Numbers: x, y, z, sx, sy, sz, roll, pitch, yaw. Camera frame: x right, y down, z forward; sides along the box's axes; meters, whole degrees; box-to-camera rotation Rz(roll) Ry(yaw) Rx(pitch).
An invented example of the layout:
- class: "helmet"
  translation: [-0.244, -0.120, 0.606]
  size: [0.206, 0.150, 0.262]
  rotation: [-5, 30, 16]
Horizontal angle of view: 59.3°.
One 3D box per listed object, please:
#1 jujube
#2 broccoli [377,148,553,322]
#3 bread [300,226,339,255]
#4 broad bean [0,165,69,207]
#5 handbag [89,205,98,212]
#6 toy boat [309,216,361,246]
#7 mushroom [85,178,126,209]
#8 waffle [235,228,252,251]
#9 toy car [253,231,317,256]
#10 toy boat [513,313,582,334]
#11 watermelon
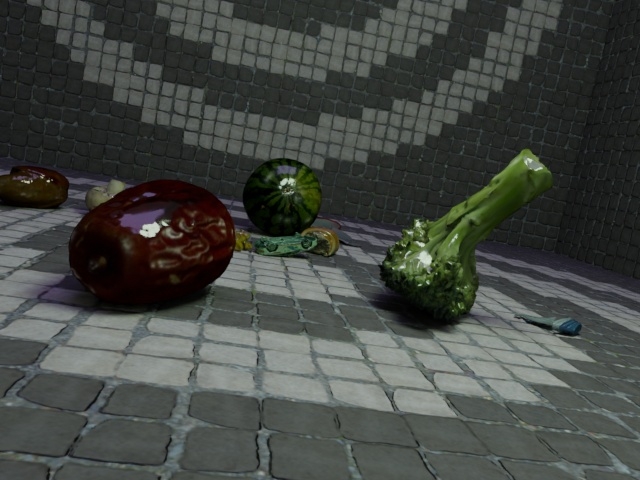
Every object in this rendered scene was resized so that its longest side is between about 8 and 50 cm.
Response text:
- class: "jujube"
  translation: [-0.282, 0.003, 0.974]
  size: [0.223, 0.222, 0.318]
  rotation: [12, 15, 15]
- class: "broccoli"
  translation: [0.313, -0.012, 1.250]
  size: [0.275, 0.396, 0.353]
  rotation: [34, -8, -24]
- class: "bread"
  translation: [0.000, 0.000, 1.803]
  size: [0.120, 0.084, 0.177]
  rotation: [12, 4, 9]
- class: "broad bean"
  translation: [-0.854, -0.160, 1.658]
  size: [0.156, 0.121, 0.229]
  rotation: [18, 7, 35]
- class: "handbag"
  translation: [-0.493, -0.038, 1.438]
  size: [0.194, 0.072, 0.151]
  rotation: [15, 8, 18]
- class: "toy boat"
  translation: [0.047, -0.040, 2.245]
  size: [0.319, 0.071, 0.219]
  rotation: [18, 13, 27]
- class: "mushroom"
  translation: [-0.642, -0.130, 1.730]
  size: [0.154, 0.122, 0.154]
  rotation: [16, 11, -3]
- class: "waffle"
  translation: [-0.355, -0.033, 1.604]
  size: [0.260, 0.068, 0.293]
  rotation: [5, 8, -42]
- class: "toy car"
  translation: [-0.097, 0.018, 1.617]
  size: [0.186, 0.058, 0.093]
  rotation: [-6, 14, -23]
- class: "toy boat"
  translation: [0.530, 0.186, 1.307]
  size: [0.150, 0.034, 0.105]
  rotation: [14, 6, 19]
- class: "watermelon"
  translation: [-0.133, -0.152, 2.010]
  size: [0.286, 0.284, 0.285]
  rotation: [10, 7, -1]
